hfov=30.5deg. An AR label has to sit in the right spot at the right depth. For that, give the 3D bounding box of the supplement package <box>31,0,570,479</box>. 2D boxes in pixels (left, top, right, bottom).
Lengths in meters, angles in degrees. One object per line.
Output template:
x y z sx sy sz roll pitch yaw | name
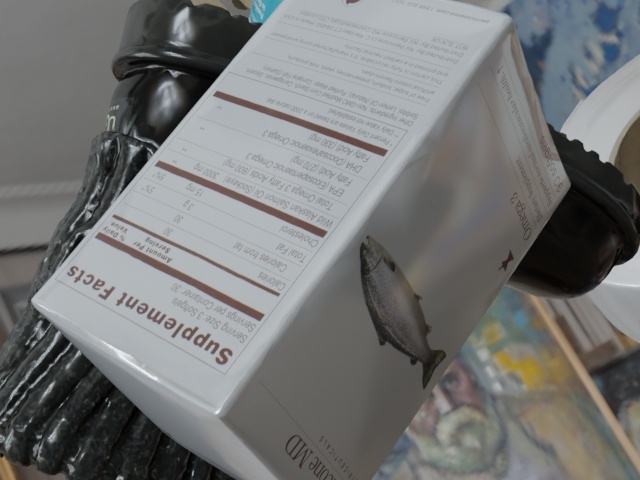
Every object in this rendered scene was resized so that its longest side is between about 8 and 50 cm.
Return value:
0.000 0.000 0.455 0.179 0.105 0.105 -53 -39 -17 | supplement package

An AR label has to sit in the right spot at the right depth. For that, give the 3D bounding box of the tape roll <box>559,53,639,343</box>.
0.318 -0.051 0.935 0.286 0.286 0.100 -35 -56 17 | tape roll

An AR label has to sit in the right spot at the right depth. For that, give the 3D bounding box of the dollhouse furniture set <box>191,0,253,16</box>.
-0.072 -0.190 1.162 0.144 0.123 0.151 -30 -39 -12 | dollhouse furniture set

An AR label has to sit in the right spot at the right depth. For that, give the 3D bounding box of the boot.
0.005 0.043 0.659 0.348 0.260 0.131 18 -13 -15 | boot

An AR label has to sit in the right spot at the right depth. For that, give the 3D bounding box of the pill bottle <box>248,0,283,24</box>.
0.001 -0.155 1.051 0.146 0.146 0.264 -14 -44 -35 | pill bottle
